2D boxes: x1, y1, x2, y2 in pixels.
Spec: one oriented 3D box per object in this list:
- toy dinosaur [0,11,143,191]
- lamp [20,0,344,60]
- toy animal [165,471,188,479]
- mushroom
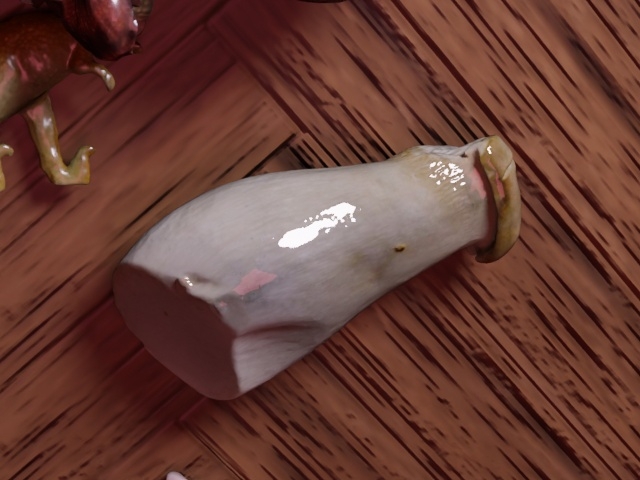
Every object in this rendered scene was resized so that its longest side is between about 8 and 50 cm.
[{"bbox_3d":[-0.173,-0.088,0.856,0.162,0.039,0.126,3,99,-11],"label":"toy dinosaur"},{"bbox_3d":[-0.027,-0.183,0.800,0.223,0.151,0.215,17,109,8],"label":"lamp"},{"bbox_3d":[-0.047,0.241,0.965,0.124,0.124,0.212,-36,118,2],"label":"toy animal"},{"bbox_3d":[0.000,0.000,0.905,0.225,0.093,0.116,-31,129,-10],"label":"mushroom"}]
